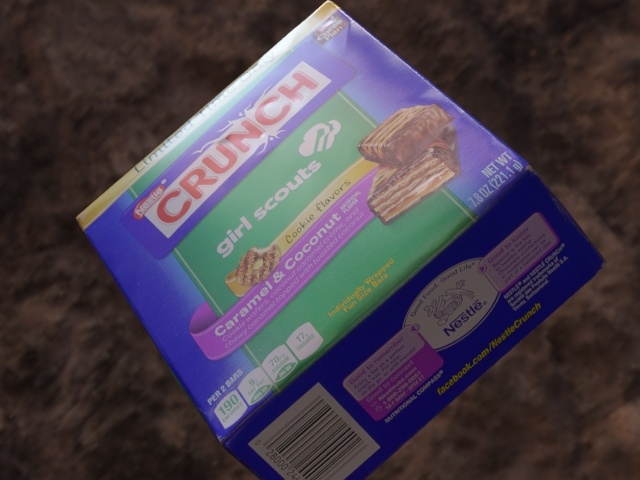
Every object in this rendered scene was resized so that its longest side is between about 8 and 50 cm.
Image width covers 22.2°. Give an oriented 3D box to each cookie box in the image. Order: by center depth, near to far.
[{"bbox_3d":[0.000,0.000,0.397,0.040,0.092,0.107,49,179,-37],"label":"cookie box"}]
